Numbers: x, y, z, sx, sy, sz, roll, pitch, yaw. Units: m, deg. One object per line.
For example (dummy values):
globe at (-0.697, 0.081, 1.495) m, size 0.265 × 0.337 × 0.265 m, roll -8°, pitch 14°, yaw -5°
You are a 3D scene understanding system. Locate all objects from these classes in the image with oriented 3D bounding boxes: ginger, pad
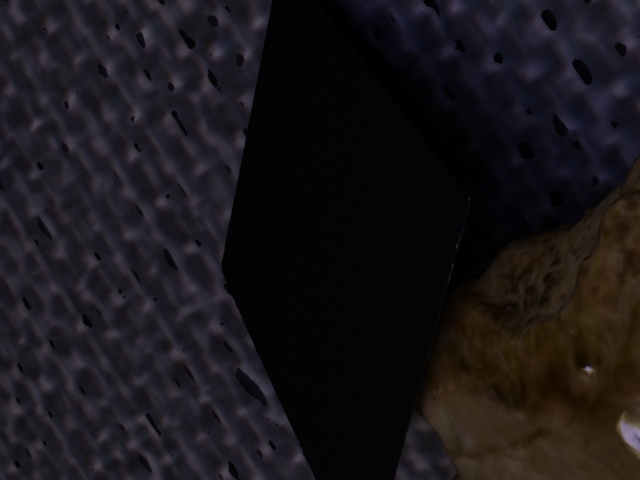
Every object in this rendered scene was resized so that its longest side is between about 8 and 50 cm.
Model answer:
ginger at (0.176, 0.141, 0.465) m, size 0.236 × 0.166 × 0.375 m, roll -37°, pitch 77°, yaw 19°
pad at (0.000, 0.000, 0.536) m, size 0.190 × 0.004 × 0.127 m, roll -121°, pitch 39°, yaw -56°
